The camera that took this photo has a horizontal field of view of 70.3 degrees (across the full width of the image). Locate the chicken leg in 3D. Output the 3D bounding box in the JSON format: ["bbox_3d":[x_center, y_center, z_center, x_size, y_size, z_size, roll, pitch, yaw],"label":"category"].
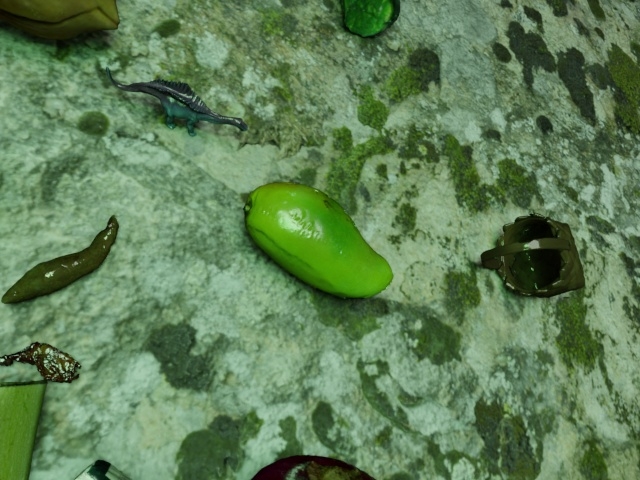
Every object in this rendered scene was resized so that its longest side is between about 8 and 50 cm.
[{"bbox_3d":[-0.304,0.131,0.497,0.083,0.021,0.036,24,72,-13],"label":"chicken leg"}]

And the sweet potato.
[{"bbox_3d":[-0.294,0.028,0.534,0.153,0.038,0.041,-44,114,-33],"label":"sweet potato"}]

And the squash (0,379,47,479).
[{"bbox_3d":[-0.308,0.242,0.424,0.094,0.094,0.224,-2,78,-25],"label":"squash"}]

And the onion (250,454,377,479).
[{"bbox_3d":[-0.010,0.344,0.489,0.195,0.140,0.218,10,103,-20],"label":"onion"}]

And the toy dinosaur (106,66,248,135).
[{"bbox_3d":[-0.198,-0.190,0.637,0.197,0.080,0.045,20,66,-16],"label":"toy dinosaur"}]

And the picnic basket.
[{"bbox_3d":[0.352,0.023,0.768,0.178,0.128,0.138,8,65,-31],"label":"picnic basket"}]

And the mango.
[{"bbox_3d":[0.000,0.000,0.634,0.232,0.111,0.125,29,66,-13],"label":"mango"}]

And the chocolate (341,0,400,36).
[{"bbox_3d":[0.083,-0.546,0.895,0.110,0.110,0.291,4,66,-23],"label":"chocolate"}]

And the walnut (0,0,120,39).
[{"bbox_3d":[-0.382,-0.378,0.565,0.297,0.203,0.203,34,60,-22],"label":"walnut"}]

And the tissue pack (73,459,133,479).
[{"bbox_3d":[-0.186,0.298,0.437,0.170,0.103,0.090,44,63,-2],"label":"tissue pack"}]
